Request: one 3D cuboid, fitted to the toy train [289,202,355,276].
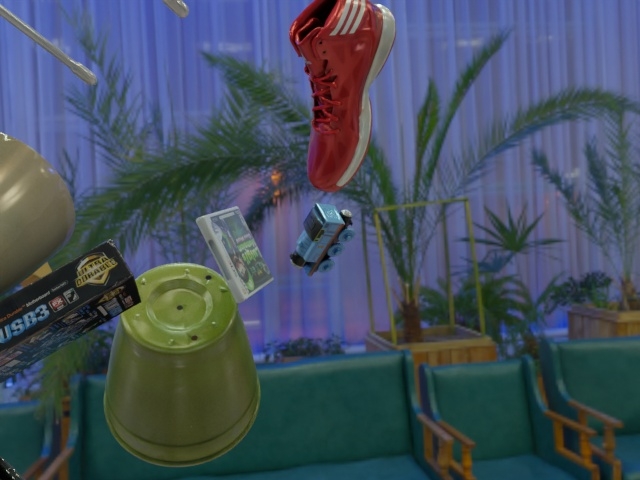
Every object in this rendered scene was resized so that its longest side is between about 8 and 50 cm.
[{"bbox_3d":[0.000,0.000,1.499,0.105,0.184,0.080,8,40,-34],"label":"toy train"}]

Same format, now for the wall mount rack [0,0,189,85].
[{"bbox_3d":[-0.344,-0.284,0.772,0.350,0.131,0.304,-19,-2,36],"label":"wall mount rack"}]

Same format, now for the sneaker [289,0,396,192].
[{"bbox_3d":[-0.001,-0.168,0.747,0.087,0.221,0.128,17,7,41],"label":"sneaker"}]

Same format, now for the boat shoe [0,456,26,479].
[{"bbox_3d":[-0.499,0.406,1.082,0.335,0.096,0.112,-3,-38,42],"label":"boat shoe"}]

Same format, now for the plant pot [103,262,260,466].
[{"bbox_3d":[-0.307,0.248,1.481,0.366,0.367,0.353,-3,-42,-12],"label":"plant pot"}]

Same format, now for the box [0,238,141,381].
[{"bbox_3d":[-0.421,0.125,1.023,0.293,0.073,0.295,-33,-3,-17],"label":"box"}]

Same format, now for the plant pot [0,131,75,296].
[{"bbox_3d":[-0.553,0.006,1.013,0.256,0.257,0.274,-3,35,13],"label":"plant pot"}]

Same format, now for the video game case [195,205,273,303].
[{"bbox_3d":[-0.162,0.022,1.314,0.022,0.173,0.190,-25,2,15],"label":"video game case"}]

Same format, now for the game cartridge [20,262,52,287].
[{"bbox_3d":[-0.678,-0.022,1.474,0.052,0.285,0.323,-27,-4,-14],"label":"game cartridge"}]
